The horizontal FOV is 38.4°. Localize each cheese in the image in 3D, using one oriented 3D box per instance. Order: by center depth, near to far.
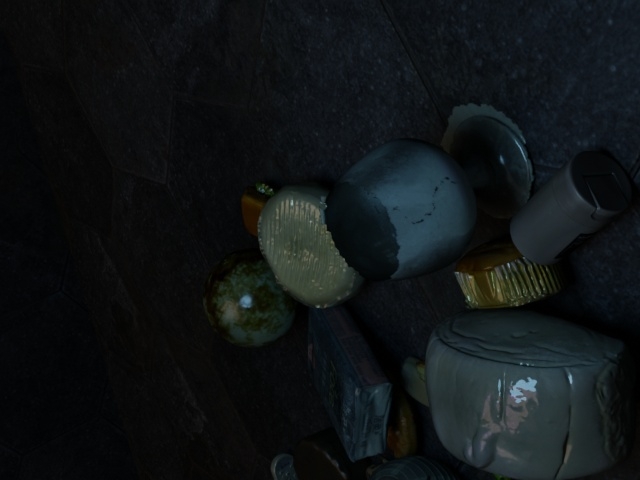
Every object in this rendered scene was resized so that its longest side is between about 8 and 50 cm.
[{"bbox_3d":[0.243,0.332,1.950,0.192,0.037,0.097,43,143,31],"label":"cheese"}]

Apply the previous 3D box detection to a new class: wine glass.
[{"bbox_3d":[0.175,-0.074,1.502,0.238,0.323,0.238,30,133,39],"label":"wine glass"}]

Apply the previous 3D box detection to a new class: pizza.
[{"bbox_3d":[0.178,0.397,2.065,0.127,0.058,0.246,2,114,61],"label":"pizza"}]

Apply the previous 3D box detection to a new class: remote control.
[{"bbox_3d":[-0.086,0.715,2.651,0.042,0.078,0.221,4,115,55],"label":"remote control"}]

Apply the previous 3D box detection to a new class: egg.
[{"bbox_3d":[-0.169,0.134,2.219,0.289,0.238,0.238,-154,45,-68],"label":"egg"}]

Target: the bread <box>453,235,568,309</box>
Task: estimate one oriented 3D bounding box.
[{"bbox_3d":[0.317,0.052,1.562,0.190,0.132,0.114,-18,95,55],"label":"bread"}]

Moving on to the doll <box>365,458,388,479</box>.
[{"bbox_3d":[0.170,0.581,2.192,0.089,0.102,0.179,37,165,-38],"label":"doll"}]

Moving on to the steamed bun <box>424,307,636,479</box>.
[{"bbox_3d":[0.306,0.247,1.496,0.383,0.236,0.247,12,114,54],"label":"steamed bun"}]

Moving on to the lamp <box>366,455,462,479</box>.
[{"bbox_3d":[0.213,0.588,2.007,0.265,0.233,0.233,-40,77,27],"label":"lamp"}]

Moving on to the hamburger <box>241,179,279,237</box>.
[{"bbox_3d":[-0.109,-0.066,2.127,0.166,0.087,0.137,29,134,40],"label":"hamburger"}]

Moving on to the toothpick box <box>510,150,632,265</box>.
[{"bbox_3d":[0.383,-0.048,1.418,0.111,0.111,0.181,55,148,13],"label":"toothpick box"}]

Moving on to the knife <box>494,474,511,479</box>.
[{"bbox_3d":[0.341,0.452,1.910,0.166,0.022,0.078,44,132,29],"label":"knife"}]

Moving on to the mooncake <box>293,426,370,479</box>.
[{"bbox_3d":[0.041,0.585,2.342,0.228,0.124,0.228,29,131,40],"label":"mooncake"}]

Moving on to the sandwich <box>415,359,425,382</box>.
[{"bbox_3d":[0.304,0.286,1.793,0.244,0.088,0.090,27,141,39],"label":"sandwich"}]

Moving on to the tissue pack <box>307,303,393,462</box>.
[{"bbox_3d":[0.060,0.300,2.051,0.316,0.103,0.228,-121,25,-51],"label":"tissue pack"}]

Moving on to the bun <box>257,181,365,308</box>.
[{"bbox_3d":[0.000,0.000,1.968,0.287,0.146,0.287,20,127,29],"label":"bun"}]
